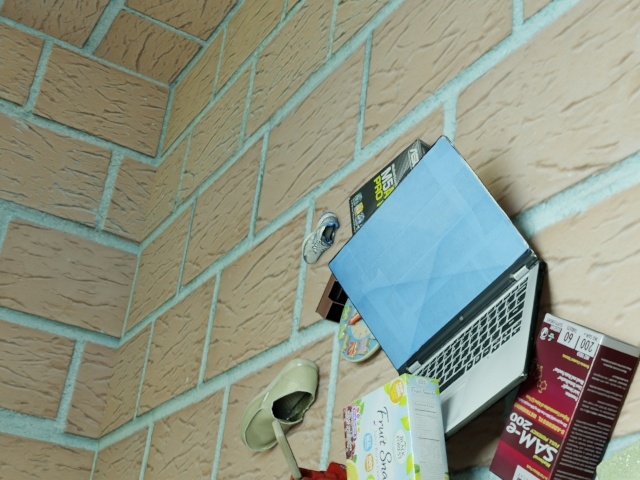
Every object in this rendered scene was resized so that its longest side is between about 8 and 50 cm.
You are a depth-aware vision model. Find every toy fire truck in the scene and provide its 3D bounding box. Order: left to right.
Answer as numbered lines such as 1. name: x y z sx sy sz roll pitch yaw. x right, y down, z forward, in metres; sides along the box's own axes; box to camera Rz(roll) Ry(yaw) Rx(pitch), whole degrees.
1. toy fire truck: 0.020 0.419 1.533 0.217 0.246 0.158 25 95 66

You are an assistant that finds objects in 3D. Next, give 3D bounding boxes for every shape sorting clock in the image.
1. shape sorting clock: 0.093 0.146 1.836 0.206 0.040 0.206 -45 35 44

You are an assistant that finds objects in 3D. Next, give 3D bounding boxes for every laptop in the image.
1. laptop: 0.148 0.116 1.479 0.382 0.236 0.408 -50 10 39

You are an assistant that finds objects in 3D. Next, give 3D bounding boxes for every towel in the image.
1. towel: 0.397 0.291 1.105 0.148 0.027 0.110 -48 32 41

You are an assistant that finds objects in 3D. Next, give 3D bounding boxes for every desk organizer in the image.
1. desk organizer: 0.041 0.110 1.965 0.130 0.047 0.050 -67 27 8

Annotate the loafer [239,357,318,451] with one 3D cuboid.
1. loafer: -0.094 0.372 1.987 0.268 0.102 0.092 -58 21 25

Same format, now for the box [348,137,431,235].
1. box: 0.153 -0.037 1.786 0.216 0.060 0.270 -40 37 35

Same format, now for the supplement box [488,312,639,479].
1. supplement box: 0.328 0.232 1.239 0.130 0.073 0.239 22 93 67

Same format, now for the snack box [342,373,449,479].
1. snack box: 0.111 0.326 1.362 0.174 0.070 0.207 -39 46 47

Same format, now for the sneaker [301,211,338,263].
1. sneaker: 0.000 0.000 2.130 0.135 0.052 0.058 -63 29 17
